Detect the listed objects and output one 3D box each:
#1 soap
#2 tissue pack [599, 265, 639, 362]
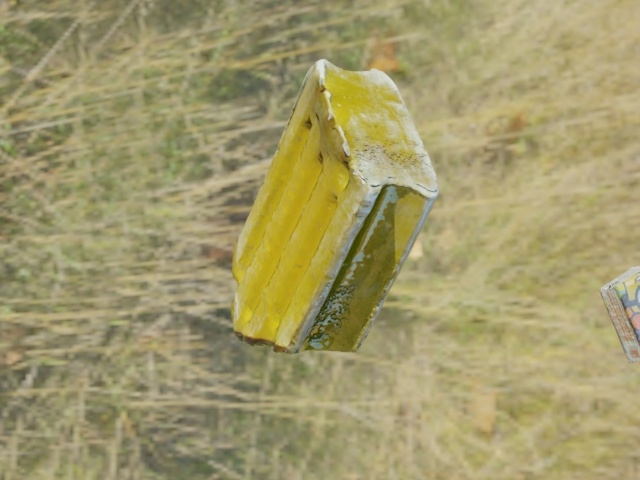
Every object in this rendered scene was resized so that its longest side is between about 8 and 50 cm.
[{"bbox_3d":[0.000,0.000,1.226,0.080,0.257,0.160,4,43,-23],"label":"soap"},{"bbox_3d":[0.319,0.073,1.490,0.063,0.035,0.083,-27,98,-38],"label":"tissue pack"}]
